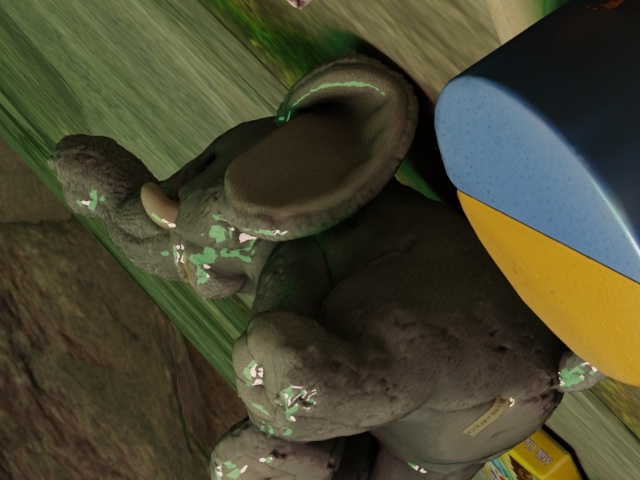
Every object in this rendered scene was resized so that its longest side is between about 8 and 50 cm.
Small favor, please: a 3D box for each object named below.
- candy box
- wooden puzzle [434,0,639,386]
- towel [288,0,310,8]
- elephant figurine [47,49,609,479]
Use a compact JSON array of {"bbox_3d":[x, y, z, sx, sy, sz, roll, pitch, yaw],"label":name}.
[{"bbox_3d":[0.139,0.161,1.166,0.105,0.027,0.206,44,169,42],"label":"candy box"},{"bbox_3d":[0.092,-0.047,0.368,0.322,0.080,0.348,33,157,56],"label":"wooden puzzle"},{"bbox_3d":[-0.054,-0.173,0.728,0.144,0.029,0.197,48,170,9],"label":"towel"},{"bbox_3d":[0.000,0.000,0.839,0.169,0.186,0.239,117,146,-44],"label":"elephant figurine"}]
